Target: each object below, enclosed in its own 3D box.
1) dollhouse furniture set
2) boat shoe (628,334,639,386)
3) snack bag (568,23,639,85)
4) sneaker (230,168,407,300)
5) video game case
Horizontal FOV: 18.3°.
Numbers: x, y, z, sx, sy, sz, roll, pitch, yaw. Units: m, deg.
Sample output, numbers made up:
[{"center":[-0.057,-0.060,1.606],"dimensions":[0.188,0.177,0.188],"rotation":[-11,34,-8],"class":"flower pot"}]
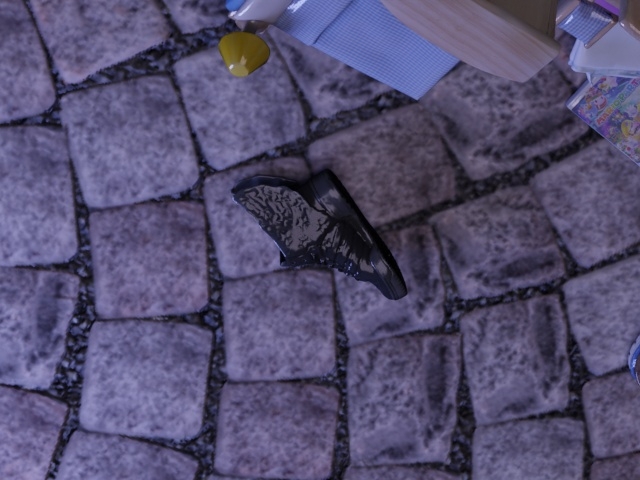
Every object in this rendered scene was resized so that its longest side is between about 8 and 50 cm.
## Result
[{"center":[0.092,-0.151,1.600],"dimensions":[0.286,0.198,0.303],"rotation":[28,140,-20],"class":"dollhouse furniture set"},{"center":[0.355,0.070,1.849],"dimensions":[0.066,0.066,0.183],"rotation":[21,112,-15],"class":"boat shoe"},{"center":[0.400,-0.276,1.687],"dimensions":[0.323,0.037,0.342],"rotation":[4,122,-15],"class":"snack bag"},{"center":[0.000,0.001,1.792],"dimensions":[0.089,0.051,0.170],"rotation":[-32,110,9],"class":"sneaker"},{"center":[0.293,-0.118,1.785],"dimensions":[0.122,0.011,0.087],"rotation":[36,107,-20],"class":"video game case"}]
